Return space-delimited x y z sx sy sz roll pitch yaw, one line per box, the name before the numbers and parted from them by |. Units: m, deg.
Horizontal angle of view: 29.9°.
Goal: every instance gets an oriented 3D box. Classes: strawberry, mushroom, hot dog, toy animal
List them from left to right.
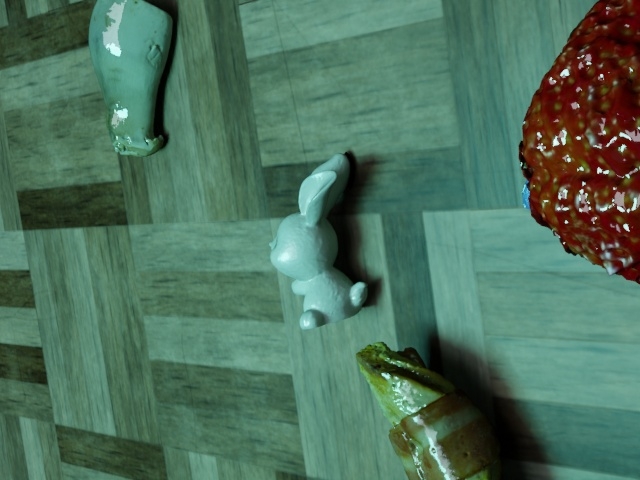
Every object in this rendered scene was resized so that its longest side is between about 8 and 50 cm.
mushroom | -0.261 -0.221 1.606 0.116 0.093 0.225 18 110 23
toy animal | 0.000 0.000 1.383 0.127 0.131 0.181 -15 96 18
hot dog | 0.135 0.213 1.260 0.261 0.093 0.123 64 154 11
strawberry | 0.287 -0.085 0.888 0.288 0.239 0.250 -158 51 -71

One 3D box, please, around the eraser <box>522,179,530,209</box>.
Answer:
eraser | 0.234 -0.045 1.128 0.085 0.027 0.063 36 126 38
